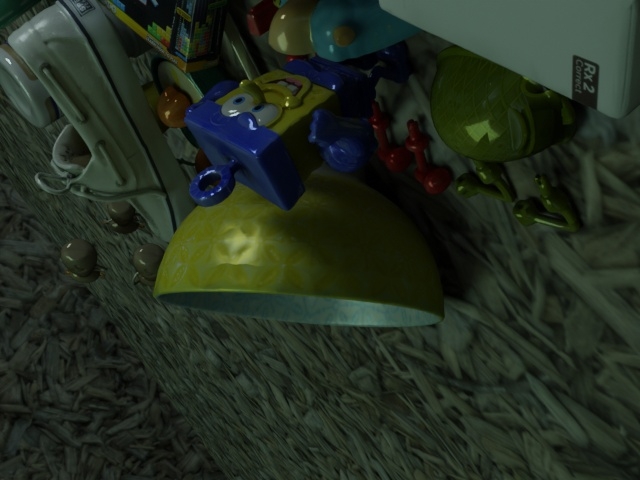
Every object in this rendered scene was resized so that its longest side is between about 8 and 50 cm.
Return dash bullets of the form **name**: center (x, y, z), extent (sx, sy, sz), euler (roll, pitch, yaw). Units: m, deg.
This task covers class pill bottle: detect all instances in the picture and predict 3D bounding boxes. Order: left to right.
- **pill bottle**: center (-0.307, -0.235, 1.180), extent (0.112, 0.187, 0.112), euler (43, 156, 24)

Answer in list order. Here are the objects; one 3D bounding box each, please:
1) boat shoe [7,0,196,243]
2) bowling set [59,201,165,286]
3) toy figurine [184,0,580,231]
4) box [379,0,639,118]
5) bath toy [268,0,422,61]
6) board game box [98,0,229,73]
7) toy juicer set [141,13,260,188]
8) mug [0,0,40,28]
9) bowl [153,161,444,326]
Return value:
- **boat shoe**: center (-0.269, -0.107, 1.121), extent (0.136, 0.156, 0.367), euler (47, 163, 40)
- **bowling set**: center (-0.267, -0.020, 1.526), extent (0.287, 0.200, 0.154), euler (9, 163, -6)
- **toy figurine**: center (0.003, -0.069, 0.765), extent (0.362, 0.217, 0.191), euler (33, 151, 42)
- **box**: center (0.119, -0.190, 0.470), extent (0.182, 0.119, 0.181), euler (36, 153, 36)
- **bath toy**: center (-0.016, -0.290, 0.592), extent (0.129, 0.151, 0.348), euler (-108, 4, -48)
- **board game box**: center (-0.163, -0.275, 0.955), extent (0.170, 0.048, 0.141), euler (40, 136, 28)
- **toy juicer set**: center (-0.130, -0.136, 1.108), extent (0.209, 0.089, 0.329), euler (55, 158, -5)
- **mug**: center (-0.467, -0.381, 1.391), extent (0.129, 0.158, 0.097), euler (-17, 117, 43)
- **bowl**: center (-0.015, -0.004, 0.946), extent (0.289, 0.289, 0.156), euler (158, 119, -68)
